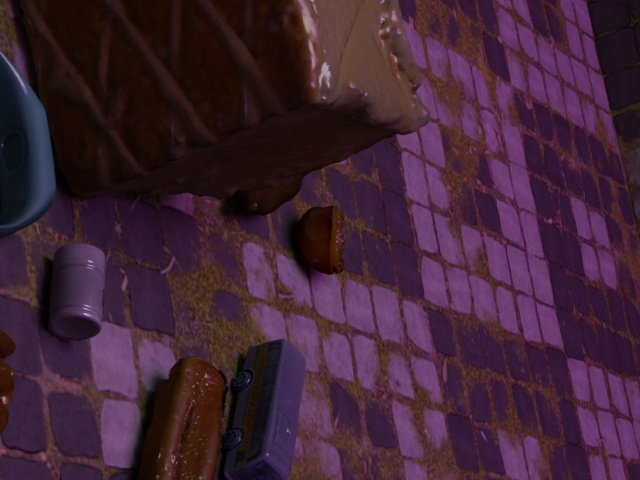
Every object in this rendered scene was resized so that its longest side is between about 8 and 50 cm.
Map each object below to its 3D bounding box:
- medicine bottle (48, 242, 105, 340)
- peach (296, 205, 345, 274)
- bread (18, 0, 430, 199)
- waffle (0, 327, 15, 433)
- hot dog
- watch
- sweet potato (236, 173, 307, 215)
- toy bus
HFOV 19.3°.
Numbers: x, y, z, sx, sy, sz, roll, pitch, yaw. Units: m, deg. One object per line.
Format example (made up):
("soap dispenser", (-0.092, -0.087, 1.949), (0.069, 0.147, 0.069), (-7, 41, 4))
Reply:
("medicine bottle", (-0.254, 0.054, 1.972), (0.057, 0.057, 0.089), (39, 41, -46))
("peach", (0.000, -0.001, 2.477), (0.098, 0.061, 0.098), (0, 90, -78))
("bread", (-0.116, -0.260, 2.090), (0.279, 0.371, 0.390), (-1, 73, -63))
("waffle", (-0.364, 0.080, 1.706), (0.282, 0.058, 0.301), (58, 20, -33))
("hot dog", (-0.159, 0.251, 2.018), (0.083, 0.068, 0.289), (30, 47, -20))
("watch", (-0.348, -0.100, 1.888), (0.195, 0.068, 0.237), (20, 55, -55))
("sweet potato", (-0.053, -0.078, 2.429), (0.067, 0.067, 0.274), (67, 22, -8))
("toy bus", (-0.063, 0.206, 2.209), (0.064, 0.075, 0.190), (50, 33, -36))
